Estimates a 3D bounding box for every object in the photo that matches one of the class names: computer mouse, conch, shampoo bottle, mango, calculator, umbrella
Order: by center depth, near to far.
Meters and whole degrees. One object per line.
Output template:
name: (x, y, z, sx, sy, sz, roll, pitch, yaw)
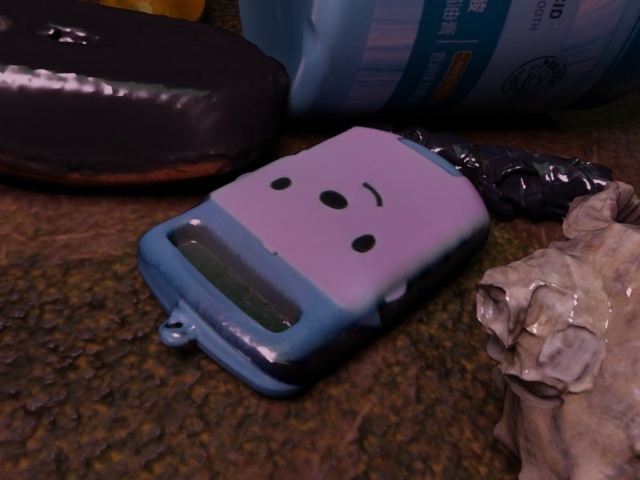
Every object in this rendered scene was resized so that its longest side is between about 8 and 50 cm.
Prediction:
conch: (0.185, 0.085, 0.429, 0.291, 0.159, 0.210, 39, 21, -30)
calculator: (0.000, 0.000, 0.539, 0.293, 0.051, 0.173, -32, 58, -34)
computer mouse: (-0.189, -0.119, 0.584, 0.324, 0.116, 0.182, 5, 43, -15)
umbrella: (0.143, -0.062, 0.646, 0.224, 0.080, 0.071, 18, 77, 12)
shampoo bottle: (0.114, -0.284, 0.682, 0.343, 0.331, 0.331, -5, 44, -18)
mango: (-0.185, -0.258, 0.765, 0.115, 0.089, 0.165, 22, 44, -4)
